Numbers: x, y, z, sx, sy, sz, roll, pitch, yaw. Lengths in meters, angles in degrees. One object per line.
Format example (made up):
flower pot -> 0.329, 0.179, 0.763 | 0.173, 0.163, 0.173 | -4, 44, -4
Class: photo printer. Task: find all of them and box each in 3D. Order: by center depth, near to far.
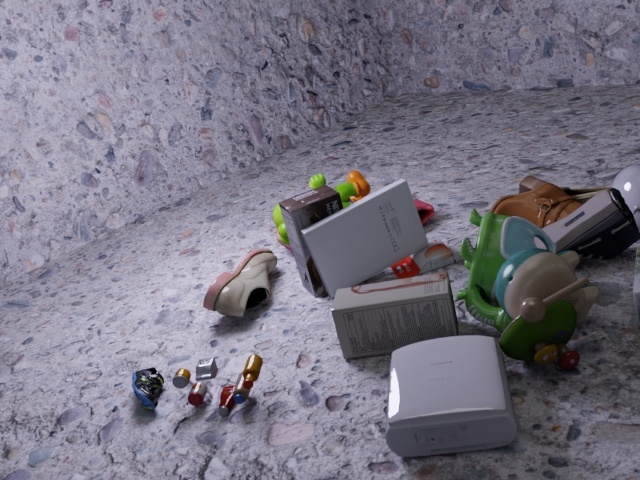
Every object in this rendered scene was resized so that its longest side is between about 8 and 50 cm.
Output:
photo printer -> 0.269, 0.312, 1.464 | 0.256, 0.107, 0.307 | -10, 23, 13

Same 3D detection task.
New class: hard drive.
hard drive -> 0.140, -0.007, 2.092 | 0.353, 0.233, 0.047 | -28, 23, -13

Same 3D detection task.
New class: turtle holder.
turtle holder -> 0.470, 0.068, 1.747 | 0.228, 0.243, 0.320 | 10, 21, 16

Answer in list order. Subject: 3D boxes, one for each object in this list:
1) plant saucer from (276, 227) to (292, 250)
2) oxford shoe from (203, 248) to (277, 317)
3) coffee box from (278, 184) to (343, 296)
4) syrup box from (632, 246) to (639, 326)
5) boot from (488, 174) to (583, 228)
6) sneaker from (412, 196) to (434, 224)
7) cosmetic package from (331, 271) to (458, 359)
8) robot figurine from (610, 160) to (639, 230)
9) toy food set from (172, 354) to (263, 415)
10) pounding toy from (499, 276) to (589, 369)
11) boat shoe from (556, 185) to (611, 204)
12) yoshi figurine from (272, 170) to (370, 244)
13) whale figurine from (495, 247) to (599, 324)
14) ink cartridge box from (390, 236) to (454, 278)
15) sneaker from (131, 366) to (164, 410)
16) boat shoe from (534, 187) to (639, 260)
plant saucer -> 0.008, -0.034, 2.497 | 0.332, 0.084, 0.332 | -13, 21, 5
oxford shoe -> -0.218, 0.146, 2.210 | 0.147, 0.140, 0.397 | 26, 30, 13
coffee box -> 0.000, 0.000, 2.134 | 0.168, 0.297, 0.119 | -22, 23, -16
syrup box -> 0.796, 0.104, 1.627 | 0.093, 0.096, 0.237 | -5, 25, 29
boot -> 0.660, -0.064, 2.143 | 0.283, 0.109, 0.220 | -39, 51, -17
sneaker -> 0.266, -0.068, 2.368 | 0.314, 0.115, 0.136 | -30, 27, -32
cosmetic package -> 0.191, 0.190, 1.753 | 0.296, 0.153, 0.129 | -9, 21, 12
robot figurine -> 0.982, -0.149, 1.972 | 0.354, 0.199, 0.300 | -22, 8, -15
toy food set -> -0.253, 0.359, 1.687 | 0.232, 0.111, 0.104 | -9, 22, 9
pounding toy -> 0.495, 0.208, 1.474 | 0.183, 0.236, 0.110 | -16, 50, -15
boat shoe -> 0.809, -0.141, 2.215 | 0.105, 0.089, 0.285 | -32, 27, -34
yoshi figurine -> -0.017, -0.117, 2.379 | 0.362, 0.203, 0.203 | -29, 10, -25
whale figurine -> 0.518, 0.112, 1.594 | 0.272, 0.216, 0.141 | 16, 15, -31
ink cartridge box -> 0.307, 0.053, 2.147 | 0.179, 0.045, 0.145 | -15, 21, -5
sneaker -> -0.452, 0.383, 1.824 | 0.078, 0.067, 0.188 | -26, 21, -10
boat shoe -> 0.708, 0.015, 1.896 | 0.341, 0.158, 0.127 | -37, 17, 27
